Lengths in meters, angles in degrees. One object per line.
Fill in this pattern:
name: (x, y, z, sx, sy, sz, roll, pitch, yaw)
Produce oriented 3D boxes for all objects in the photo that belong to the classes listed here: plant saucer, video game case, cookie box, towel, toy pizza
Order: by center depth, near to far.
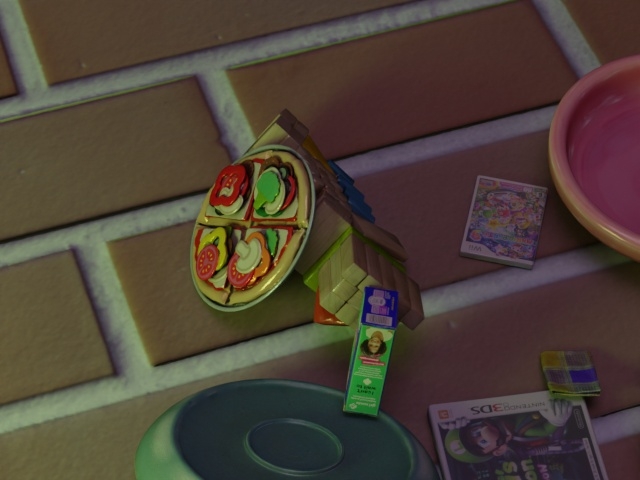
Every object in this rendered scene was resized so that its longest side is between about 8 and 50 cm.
plant saucer: (-0.028, 0.222, 1.798, 0.317, 0.043, 0.317, 7, 25, -3)
cookie box: (0.054, 0.117, 1.869, 0.040, 0.107, 0.092, 10, 24, 0)
video game case: (0.216, 0.246, 1.884, 0.173, 0.022, 0.190, -7, 52, -6)
towel: (0.276, 0.145, 1.957, 0.060, 0.009, 0.083, 2, 30, -1)
toy pizza: (-0.084, -0.018, 1.999, 0.032, 0.201, 0.201, 26, 37, -40)
video game case: (0.219, -0.023, 2.106, 0.087, 0.011, 0.122, 11, 52, 7)
plant saucer: (0.434, -0.083, 2.114, 0.332, 0.084, 0.332, 1, 52, -1)

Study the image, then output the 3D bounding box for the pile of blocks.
pile of blocks: (0.000, 0.000, 2.041, 0.112, 0.149, 0.362, -46, 43, 17)
